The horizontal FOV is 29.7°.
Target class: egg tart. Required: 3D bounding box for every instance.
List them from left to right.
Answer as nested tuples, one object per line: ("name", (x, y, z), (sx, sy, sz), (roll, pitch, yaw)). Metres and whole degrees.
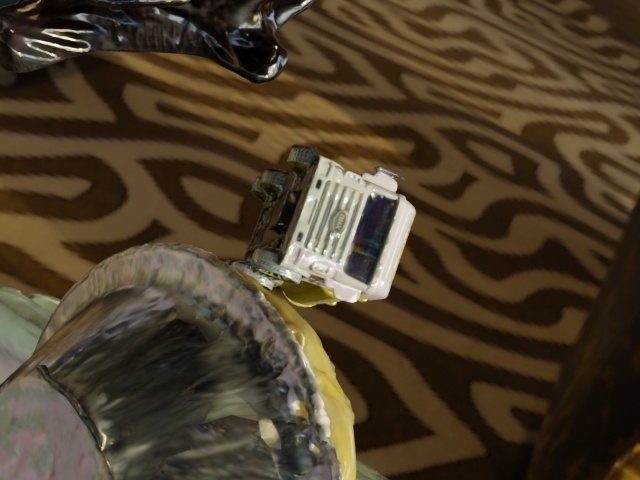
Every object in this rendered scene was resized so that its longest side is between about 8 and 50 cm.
("egg tart", (-0.080, 0.113, 0.478), (0.094, 0.234, 0.234), (8, 31, -44))

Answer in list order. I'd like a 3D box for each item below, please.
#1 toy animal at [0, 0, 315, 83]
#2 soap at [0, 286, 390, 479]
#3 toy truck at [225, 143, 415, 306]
("toy animal", (-0.067, -0.154, 0.417), (0.121, 0.210, 0.117), (7, 35, 9))
("soap", (-0.106, 0.211, 1.067), (0.446, 0.156, 0.261), (27, -1, 21))
("toy truck", (0.000, 0.000, 0.930), (0.114, 0.098, 0.227), (21, -9, -10))
